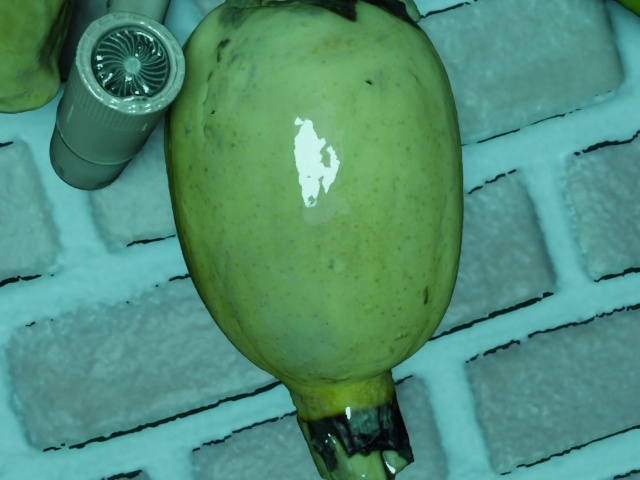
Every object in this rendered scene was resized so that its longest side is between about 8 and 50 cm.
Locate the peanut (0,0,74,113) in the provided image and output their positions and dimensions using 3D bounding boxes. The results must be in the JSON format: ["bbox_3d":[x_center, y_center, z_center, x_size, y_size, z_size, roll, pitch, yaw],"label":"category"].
[{"bbox_3d":[-0.188,-0.170,0.395,0.120,0.110,0.236,-29,121,-26],"label":"peanut"}]

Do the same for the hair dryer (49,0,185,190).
[{"bbox_3d":[-0.098,-0.149,0.501,0.053,0.195,0.220,21,76,-18],"label":"hair dryer"}]

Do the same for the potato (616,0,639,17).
[{"bbox_3d":[0.219,-0.241,0.530,0.186,0.148,0.253,-30,88,-18],"label":"potato"}]

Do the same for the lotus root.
[{"bbox_3d":[0.000,0.000,0.508,0.182,0.183,0.310,-8,99,-4],"label":"lotus root"}]
